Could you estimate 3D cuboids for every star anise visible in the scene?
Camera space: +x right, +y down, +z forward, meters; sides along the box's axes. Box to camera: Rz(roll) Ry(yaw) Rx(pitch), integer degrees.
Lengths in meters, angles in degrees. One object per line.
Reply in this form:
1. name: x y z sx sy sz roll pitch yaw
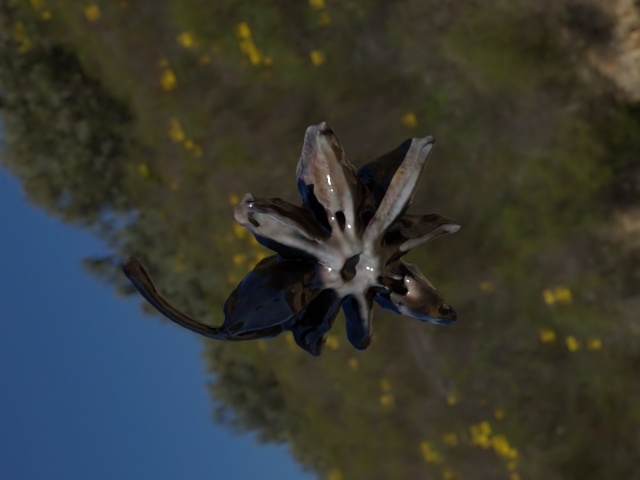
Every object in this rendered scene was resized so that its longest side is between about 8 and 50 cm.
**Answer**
1. star anise: 0.000 0.000 1.998 0.359 0.316 0.139 35 176 -28
